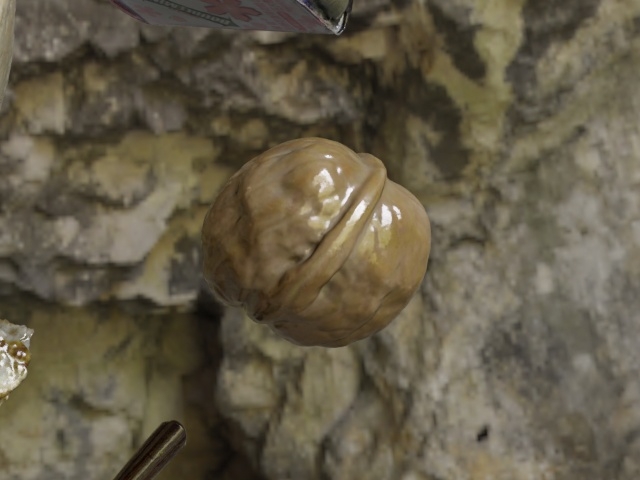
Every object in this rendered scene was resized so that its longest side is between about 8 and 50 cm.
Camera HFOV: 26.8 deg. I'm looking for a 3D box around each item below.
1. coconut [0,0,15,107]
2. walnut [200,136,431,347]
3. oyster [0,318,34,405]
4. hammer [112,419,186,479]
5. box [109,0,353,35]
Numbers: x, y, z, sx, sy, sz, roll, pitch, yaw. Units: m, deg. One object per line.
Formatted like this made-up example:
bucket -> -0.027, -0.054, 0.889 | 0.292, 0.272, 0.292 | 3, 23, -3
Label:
coconut -> -0.364, -0.171, 0.981 | 0.329, 0.328, 0.329 | -5, -21, -2
walnut -> 0.000, 0.000, 1.808 | 0.296, 0.285, 0.285 | 37, -35, -13
oyster -> -0.508, 0.157, 1.713 | 0.337, 0.198, 0.133 | 3, -54, 39
hammer -> -0.340, 0.416, 1.933 | 0.409, 0.095, 0.242 | -50, -10, -10
box -> -0.145, -0.386, 2.007 | 0.370, 0.112, 0.190 | 10, -9, 32
